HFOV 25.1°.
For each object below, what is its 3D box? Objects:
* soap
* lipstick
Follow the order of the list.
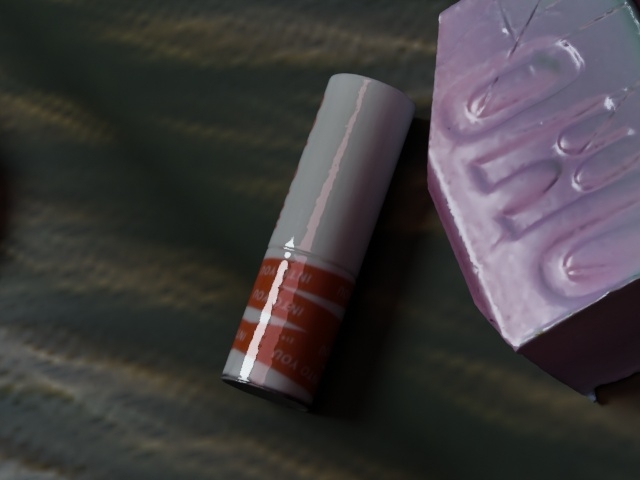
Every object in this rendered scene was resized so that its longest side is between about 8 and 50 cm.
[{"bbox_3d":[0.092,-0.025,0.524,0.100,0.056,0.149,-28,60,18],"label":"soap"},{"bbox_3d":[0.000,0.000,0.571,0.038,0.038,0.130,13,77,30],"label":"lipstick"}]
